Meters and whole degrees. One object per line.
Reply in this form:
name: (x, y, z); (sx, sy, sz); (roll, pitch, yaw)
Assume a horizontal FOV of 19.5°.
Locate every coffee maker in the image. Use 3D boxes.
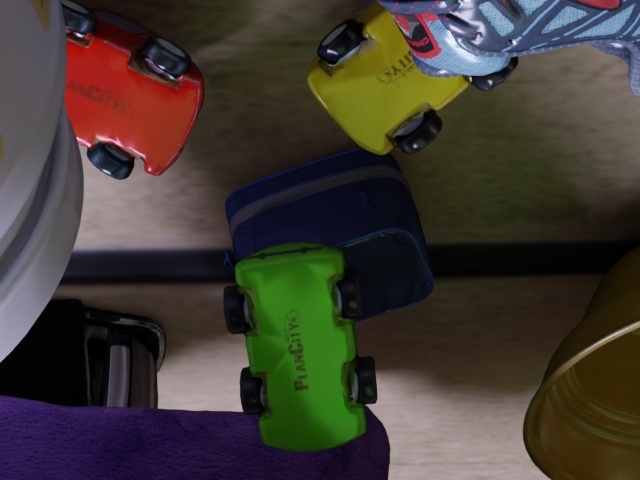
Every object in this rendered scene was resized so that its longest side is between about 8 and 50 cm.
coffee maker: (-0.163, 0.131, 0.966); (0.171, 0.178, 0.120); (-5, 144, 0)

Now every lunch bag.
lunch bag: (0.000, 0.000, 0.900); (0.098, 0.065, 0.067); (-17, 141, 5)

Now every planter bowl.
planter bowl: (0.209, 0.052, 0.976); (0.217, 0.090, 0.217); (-3, 144, -2)

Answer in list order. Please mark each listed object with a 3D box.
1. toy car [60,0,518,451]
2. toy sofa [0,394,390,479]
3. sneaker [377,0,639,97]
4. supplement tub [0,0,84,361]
toy car: (-0.019, -0.016, 0.818); (0.239, 0.053, 0.225); (-7, 111, 3)
toy sofa: (-0.019, 0.152, 0.869); (0.150, 0.177, 0.363); (-10, 169, 35)
sneaker: (0.051, -0.114, 0.687); (0.262, 0.104, 0.125); (13, 120, -24)
supplement tub: (-0.222, -0.094, 0.593); (0.241, 0.241, 0.331); (-10, 144, 7)
